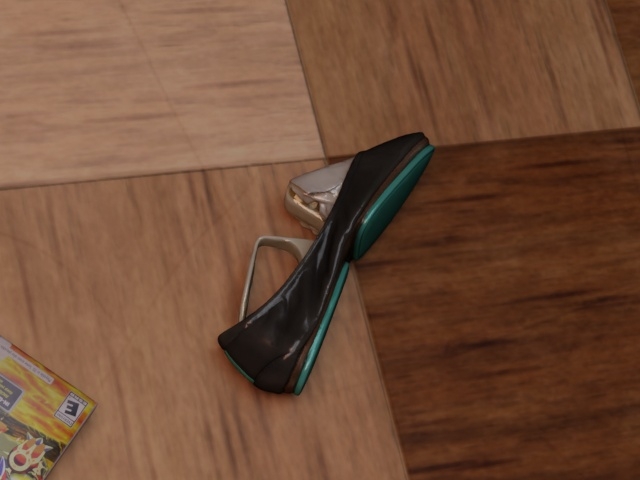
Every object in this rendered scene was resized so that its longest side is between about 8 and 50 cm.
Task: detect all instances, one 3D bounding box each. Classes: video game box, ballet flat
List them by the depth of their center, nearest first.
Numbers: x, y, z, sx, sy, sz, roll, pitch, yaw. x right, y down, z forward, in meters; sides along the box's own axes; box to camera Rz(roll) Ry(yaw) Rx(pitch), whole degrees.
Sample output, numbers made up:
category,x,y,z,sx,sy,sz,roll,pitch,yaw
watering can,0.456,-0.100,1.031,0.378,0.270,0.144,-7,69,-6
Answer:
category,x,y,z,sx,sy,sz,roll,pitch,yaw
video game box,-0.307,0.144,1.526,0.205,0.048,0.187,35,63,-4
ballet flat,0.000,0.000,1.679,0.096,0.095,0.280,27,61,6
